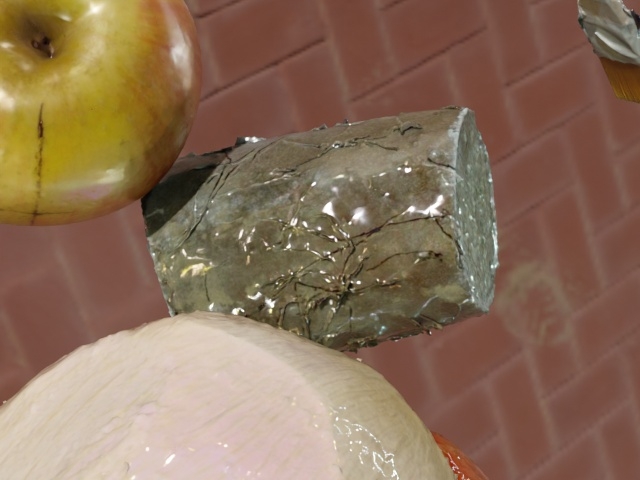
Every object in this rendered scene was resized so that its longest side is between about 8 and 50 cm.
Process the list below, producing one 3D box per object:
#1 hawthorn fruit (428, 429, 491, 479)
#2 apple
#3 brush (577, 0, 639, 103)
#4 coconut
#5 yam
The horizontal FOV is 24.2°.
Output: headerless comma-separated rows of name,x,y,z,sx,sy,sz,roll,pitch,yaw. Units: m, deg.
hawthorn fruit,0.077,0.238,1.125,0.200,0.179,0.179,28,78,-31
apple,-0.250,-0.142,1.377,0.286,0.233,0.286,4,71,-11
brush,0.247,-0.260,1.403,0.020,0.085,0.336,-40,123,-15
coconut,-0.046,0.176,0.768,0.254,0.297,0.297,-39,120,-4
yam,0.000,0.000,1.462,0.241,0.348,0.241,-13,90,-72
